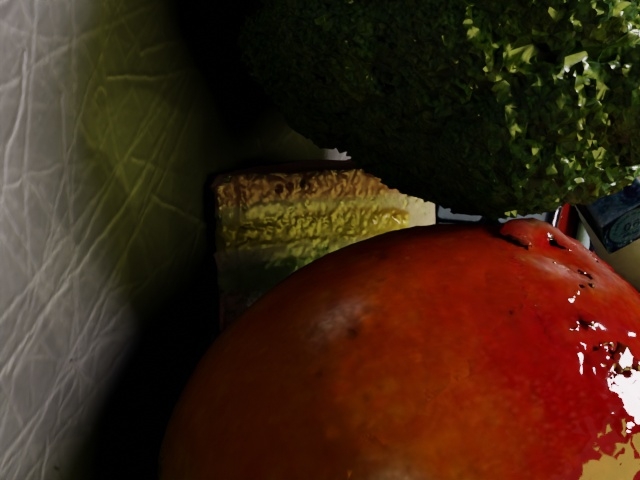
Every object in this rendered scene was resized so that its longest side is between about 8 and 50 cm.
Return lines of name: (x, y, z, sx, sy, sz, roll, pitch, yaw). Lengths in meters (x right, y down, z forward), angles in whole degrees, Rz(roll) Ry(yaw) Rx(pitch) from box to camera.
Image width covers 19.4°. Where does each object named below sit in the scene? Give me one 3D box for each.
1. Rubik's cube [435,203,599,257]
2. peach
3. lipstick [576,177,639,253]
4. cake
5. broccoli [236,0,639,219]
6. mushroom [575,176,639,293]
Rubik's cube: (0.128, 0.051, 1.539, 0.162, 0.160, 0.163, 56, 45, -55)
peach: (0.080, 0.161, 1.196, 0.370, 0.370, 0.370, 4, 90, -66)
lipstick: (0.184, -0.122, 1.575, 0.312, 0.051, 0.051, 60, 3, 34)
cake: (-0.016, -0.003, 1.361, 0.225, 0.090, 0.109, -7, 103, -47)
broccoli: (0.119, -0.165, 1.233, 0.321, 0.413, 0.310, -24, 82, -21)
mushroom: (0.305, -0.044, 1.752, 0.315, 0.315, 0.356, -9, 89, -65)
